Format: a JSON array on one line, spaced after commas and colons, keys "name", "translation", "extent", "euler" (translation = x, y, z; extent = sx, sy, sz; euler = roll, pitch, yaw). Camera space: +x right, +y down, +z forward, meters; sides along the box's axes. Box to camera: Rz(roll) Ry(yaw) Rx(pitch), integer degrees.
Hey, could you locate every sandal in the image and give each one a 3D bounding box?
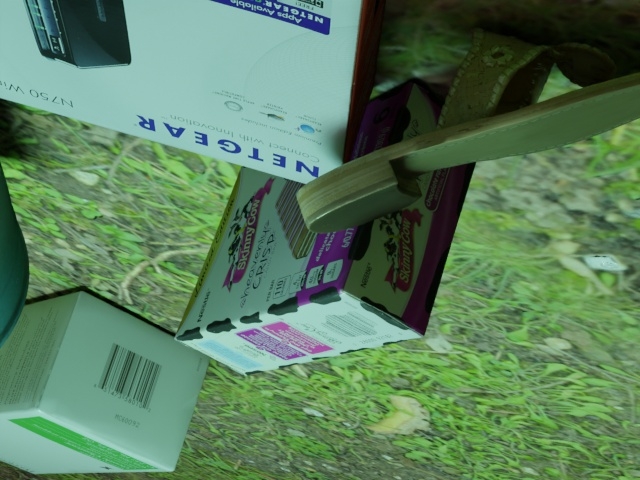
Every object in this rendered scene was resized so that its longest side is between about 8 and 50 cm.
[{"name": "sandal", "translation": [0.091, -0.084, 0.728], "extent": [0.240, 0.079, 0.088], "euler": [-21, 166, 9]}]

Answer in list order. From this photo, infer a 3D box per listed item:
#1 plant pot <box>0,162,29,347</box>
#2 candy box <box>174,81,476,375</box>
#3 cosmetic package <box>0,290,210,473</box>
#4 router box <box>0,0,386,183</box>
[{"name": "plant pot", "translation": [-0.367, -0.042, 0.954], "extent": [0.272, 0.271, 0.255], "euler": [17, 143, 3]}, {"name": "candy box", "translation": [0.000, 0.000, 0.885], "extent": [0.071, 0.159, 0.233], "euler": [30, 154, -23]}, {"name": "cosmetic package", "translation": [-0.324, 0.184, 1.544], "extent": [0.197, 0.155, 0.365], "euler": [30, 153, -29]}, {"name": "router box", "translation": [-0.127, -0.167, 0.697], "extent": [0.335, 0.082, 0.301], "euler": [16, 157, 5]}]
